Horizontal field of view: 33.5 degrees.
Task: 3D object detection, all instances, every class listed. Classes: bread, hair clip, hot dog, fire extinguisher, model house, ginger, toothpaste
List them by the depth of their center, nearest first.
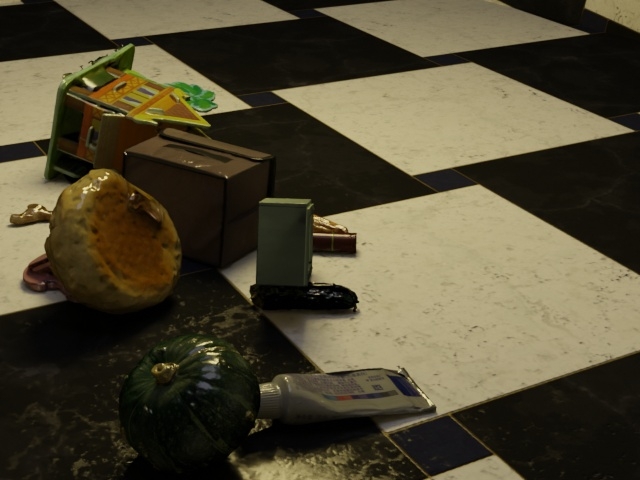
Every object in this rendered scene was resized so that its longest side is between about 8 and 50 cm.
[{"bbox_3d":[0.015,0.214,1.473,0.282,0.068,0.099,0,54,-25],"label":"toothpaste"},{"bbox_3d":[-0.340,0.006,1.705,0.134,0.244,0.244,-18,10,39],"label":"bread"},{"bbox_3d":[-0.425,0.060,1.797,0.138,0.102,0.123,-24,13,26],"label":"hair clip"},{"bbox_3d":[0.000,0.000,1.934,0.132,0.039,0.056,2,3,2],"label":"fire extinguisher"},{"bbox_3d":[0.000,-0.023,1.992,0.122,0.037,0.049,23,21,29],"label":"hot dog"},{"bbox_3d":[-0.543,-0.053,2.022,0.097,0.030,0.048,-8,29,-23],"label":"ginger"},{"bbox_3d":[-0.362,-0.232,2.267,0.313,0.242,0.358,24,28,7],"label":"model house"}]

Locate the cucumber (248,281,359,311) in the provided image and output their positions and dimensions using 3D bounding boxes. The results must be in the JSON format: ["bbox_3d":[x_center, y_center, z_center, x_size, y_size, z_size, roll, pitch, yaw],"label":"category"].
[{"bbox_3d":[-0.026,0.091,1.735,0.181,0.053,0.053,3,25,-3],"label":"cucumber"}]

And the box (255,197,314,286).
[{"bbox_3d":[-0.056,-0.002,1.746,0.086,0.129,0.225,2,4,1],"label":"box"}]

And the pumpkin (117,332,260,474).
[{"bbox_3d":[-0.167,0.204,1.349,0.190,0.146,0.190,-36,23,18],"label":"pumpkin"}]

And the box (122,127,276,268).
[{"bbox_3d":[-0.228,-0.079,1.927,0.252,0.188,0.153,18,28,26],"label":"box"}]
